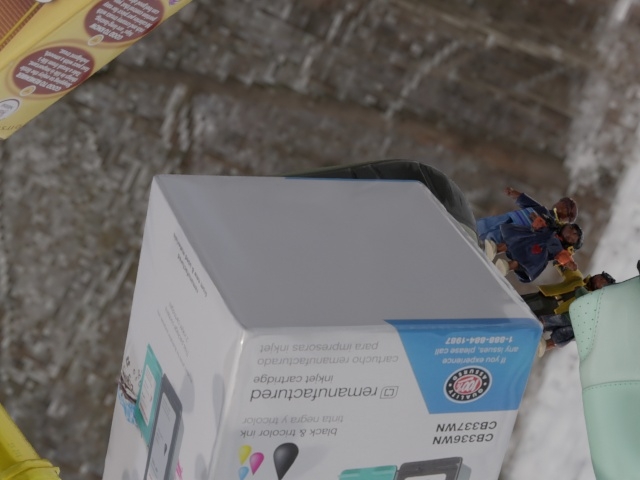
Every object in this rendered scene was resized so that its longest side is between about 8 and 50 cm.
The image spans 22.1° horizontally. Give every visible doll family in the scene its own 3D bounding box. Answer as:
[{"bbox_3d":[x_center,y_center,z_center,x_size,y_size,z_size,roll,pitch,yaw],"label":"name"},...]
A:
[{"bbox_3d":[0.210,0.024,1.480,0.111,0.193,0.076,-19,-21,-13],"label":"doll family"}]

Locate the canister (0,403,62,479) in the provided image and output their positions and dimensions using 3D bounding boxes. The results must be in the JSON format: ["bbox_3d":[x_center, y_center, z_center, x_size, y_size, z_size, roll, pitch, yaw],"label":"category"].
[{"bbox_3d":[-0.314,0.180,1.386,0.126,0.170,0.073,-47,-22,14],"label":"canister"}]

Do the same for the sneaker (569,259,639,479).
[{"bbox_3d":[0.256,0.057,0.861,0.094,0.256,0.151,117,142,-68],"label":"sneaker"}]

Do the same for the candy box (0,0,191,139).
[{"bbox_3d":[-0.080,-0.134,0.592,0.186,0.109,0.053,-35,-17,15],"label":"candy box"}]

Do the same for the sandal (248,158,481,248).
[{"bbox_3d":[-0.001,-0.002,1.243,0.086,0.303,0.120,-12,78,57],"label":"sandal"}]

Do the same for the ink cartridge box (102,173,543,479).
[{"bbox_3d":[-0.013,0.121,1.063,0.197,0.198,0.270,-125,41,-54],"label":"ink cartridge box"}]
